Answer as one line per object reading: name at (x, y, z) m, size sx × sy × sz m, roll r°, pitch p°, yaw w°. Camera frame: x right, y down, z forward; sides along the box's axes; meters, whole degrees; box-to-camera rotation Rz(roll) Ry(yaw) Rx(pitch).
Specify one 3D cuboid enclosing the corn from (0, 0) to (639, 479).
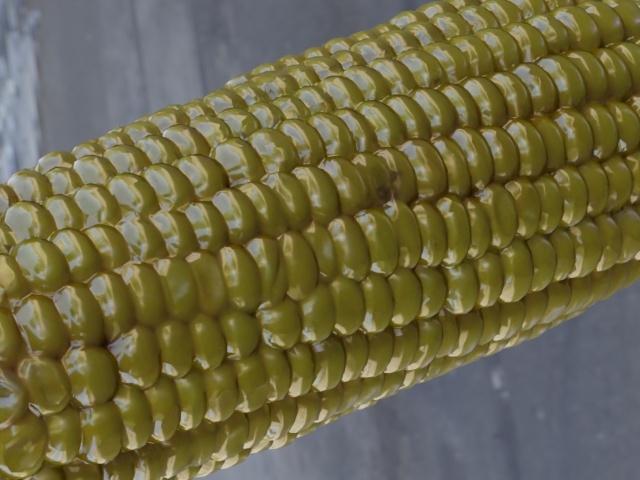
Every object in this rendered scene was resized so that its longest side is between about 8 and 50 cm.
corn at (0.000, 0.000, 0.715) m, size 0.144 × 0.387 × 0.144 m, roll 30°, pitch 132°, yaw 40°
